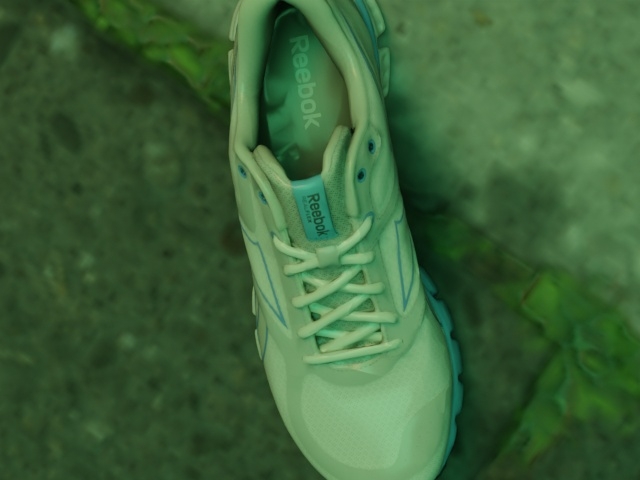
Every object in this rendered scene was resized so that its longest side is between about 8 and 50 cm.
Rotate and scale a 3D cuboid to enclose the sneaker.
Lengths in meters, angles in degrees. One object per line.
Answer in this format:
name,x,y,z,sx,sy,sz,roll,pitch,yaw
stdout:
sneaker,0.000,0.000,0.469,0.071,0.083,0.190,-14,92,7
